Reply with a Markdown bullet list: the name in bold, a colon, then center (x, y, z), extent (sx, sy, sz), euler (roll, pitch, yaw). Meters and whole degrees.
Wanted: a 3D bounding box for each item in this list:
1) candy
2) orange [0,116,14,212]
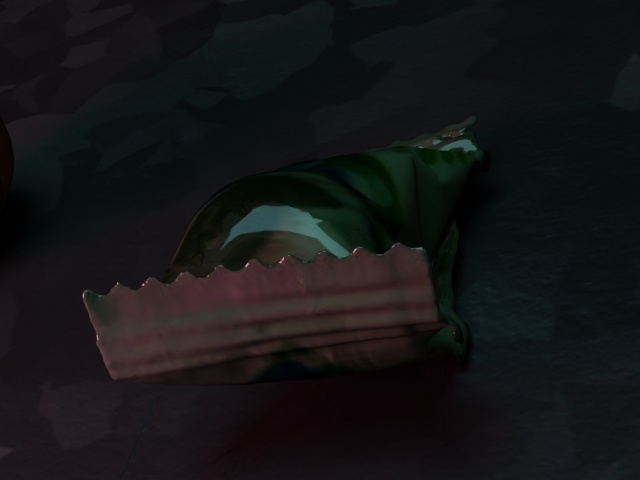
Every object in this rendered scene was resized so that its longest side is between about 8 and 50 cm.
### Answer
- **candy**: center (-0.002, -0.006, 1.127), extent (0.263, 0.172, 0.398), euler (-7, 24, 13)
- **orange**: center (-0.417, -0.055, 1.395), extent (0.240, 0.171, 0.240), euler (-9, 41, 8)
